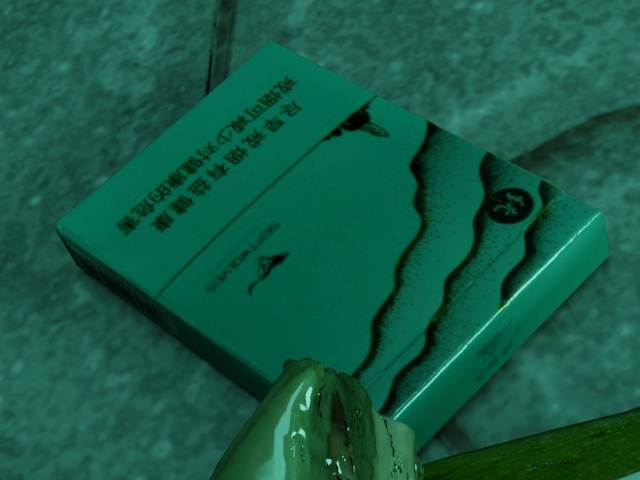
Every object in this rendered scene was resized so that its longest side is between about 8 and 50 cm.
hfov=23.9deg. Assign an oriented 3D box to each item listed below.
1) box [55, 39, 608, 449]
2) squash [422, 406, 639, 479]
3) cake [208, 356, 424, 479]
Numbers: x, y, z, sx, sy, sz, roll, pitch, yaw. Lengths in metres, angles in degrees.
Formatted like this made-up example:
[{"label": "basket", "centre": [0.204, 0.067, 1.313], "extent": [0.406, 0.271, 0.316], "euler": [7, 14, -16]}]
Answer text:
[{"label": "box", "centre": [0.000, 0.000, 0.731], "extent": [0.226, 0.042, 0.161], "euler": [31, 66, 36]}, {"label": "squash", "centre": [0.168, 0.086, 0.574], "extent": [0.331, 0.087, 0.087], "euler": [-20, 47, 2]}, {"label": "cake", "centre": [0.006, 0.196, 0.443], "extent": [0.172, 0.158, 0.284], "euler": [24, 75, 25]}]
